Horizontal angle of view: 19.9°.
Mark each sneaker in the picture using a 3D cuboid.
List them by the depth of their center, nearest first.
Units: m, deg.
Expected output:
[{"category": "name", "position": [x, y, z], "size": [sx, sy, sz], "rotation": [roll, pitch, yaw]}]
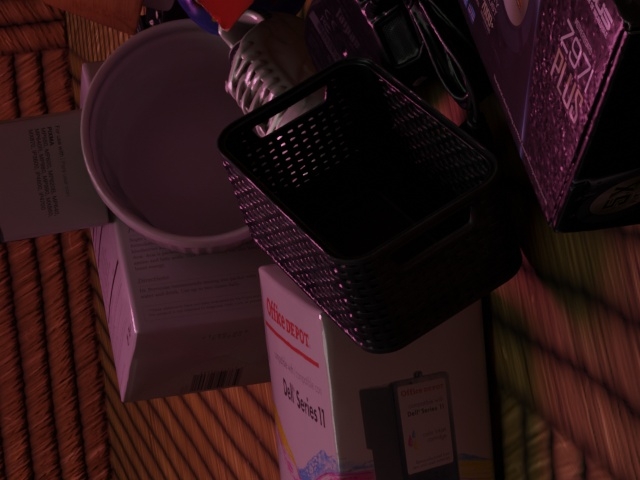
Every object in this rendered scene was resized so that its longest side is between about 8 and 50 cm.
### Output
[{"category": "sneaker", "position": [-0.027, -0.107, 1.412], "size": [0.090, 0.095, 0.235], "rotation": [-58, 24, 22]}]

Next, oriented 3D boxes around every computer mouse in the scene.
[{"category": "computer mouse", "position": [0.067, -0.122, 1.224], "size": [0.184, 0.060, 0.262], "rotation": [58, 165, 12]}]

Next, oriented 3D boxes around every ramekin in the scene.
[{"category": "ramekin", "position": [-0.108, -0.085, 1.634], "size": [0.109, 0.207, 0.207], "rotation": [101, 159, -76]}]

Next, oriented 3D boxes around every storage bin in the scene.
[{"category": "storage bin", "position": [0.030, -0.026, 1.161], "size": [0.180, 0.122, 0.084], "rotation": [44, 160, 46]}]

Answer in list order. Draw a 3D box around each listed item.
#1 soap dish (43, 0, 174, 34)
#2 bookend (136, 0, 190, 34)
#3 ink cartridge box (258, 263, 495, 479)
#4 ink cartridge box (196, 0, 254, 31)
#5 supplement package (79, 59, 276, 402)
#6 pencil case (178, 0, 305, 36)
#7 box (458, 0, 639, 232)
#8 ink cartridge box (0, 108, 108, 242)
[{"category": "soap dish", "position": [-0.176, -0.332, 1.440], "size": [0.229, 0.118, 0.291], "rotation": [128, 138, -76]}, {"category": "bookend", "position": [-0.153, -0.250, 1.976], "size": [0.157, 0.072, 0.156], "rotation": [98, 159, -47]}, {"category": "ink cartridge box", "position": [0.039, 0.126, 1.314], "size": [0.207, 0.119, 0.353], "rotation": [-153, 56, -74]}, {"category": "ink cartridge box", "position": [-0.042, -0.276, 1.220], "size": [0.056, 0.225, 0.181], "rotation": [35, -169, -45]}, {"category": "supplement package", "position": [-0.128, -0.017, 1.779], "size": [0.175, 0.177, 0.293], "rotation": [110, 150, -62]}, {"category": "pencil case", "position": [-0.050, -0.296, 1.442], "size": [0.119, 0.133, 0.306], "rotation": [40, 151, 16]}, {"category": "box", "position": [0.135, -0.119, 0.884], "size": [0.147, 0.077, 0.180], "rotation": [103, 156, -53]}, {"category": "ink cartridge box", "position": [-0.350, -0.047, 1.726], "size": [0.197, 0.273, 0.114], "rotation": [-179, 79, -75]}]
